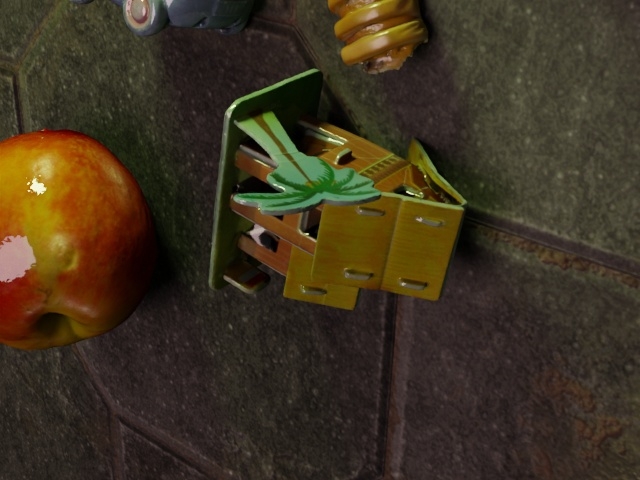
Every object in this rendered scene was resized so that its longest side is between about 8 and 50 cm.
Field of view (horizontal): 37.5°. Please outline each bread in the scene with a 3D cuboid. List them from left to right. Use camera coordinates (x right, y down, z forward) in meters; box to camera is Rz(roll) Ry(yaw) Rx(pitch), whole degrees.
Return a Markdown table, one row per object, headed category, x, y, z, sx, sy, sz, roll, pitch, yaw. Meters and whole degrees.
| category | x | y | z | sx | sy | sz | roll | pitch | yaw |
| --- | --- | --- | --- | --- | --- | --- | --- | --- | --- |
| bread | 0.064 | -0.298 | 1.202 | 0.119 | 0.084 | 0.177 | -12 | 97 | 44 |

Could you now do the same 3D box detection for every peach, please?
| category | x | y | z | sx | sy | sz | roll | pitch | yaw |
| --- | --- | --- | --- | --- | --- | --- | --- | --- | --- |
| peach | -0.464 | -0.009 | 1.634 | 0.388 | 0.388 | 0.388 | 19 | 121 | 35 |

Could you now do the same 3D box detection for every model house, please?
| category | x | y | z | sx | sy | sz | roll | pitch | yaw |
| --- | --- | --- | --- | --- | --- | --- | --- | --- | --- |
| model house | 0.000 | 0.000 | 1.220 | 0.323 | 0.340 | 0.300 | 28 | 127 | 26 |

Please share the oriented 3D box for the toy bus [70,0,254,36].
| category | x | y | z | sx | sy | sz | roll | pitch | yaw |
| --- | --- | --- | --- | --- | --- | --- | --- | --- | --- |
| toy bus | -0.217 | -0.425 | 1.330 | 0.294 | 0.197 | 0.232 | 31 | 118 | 29 |
